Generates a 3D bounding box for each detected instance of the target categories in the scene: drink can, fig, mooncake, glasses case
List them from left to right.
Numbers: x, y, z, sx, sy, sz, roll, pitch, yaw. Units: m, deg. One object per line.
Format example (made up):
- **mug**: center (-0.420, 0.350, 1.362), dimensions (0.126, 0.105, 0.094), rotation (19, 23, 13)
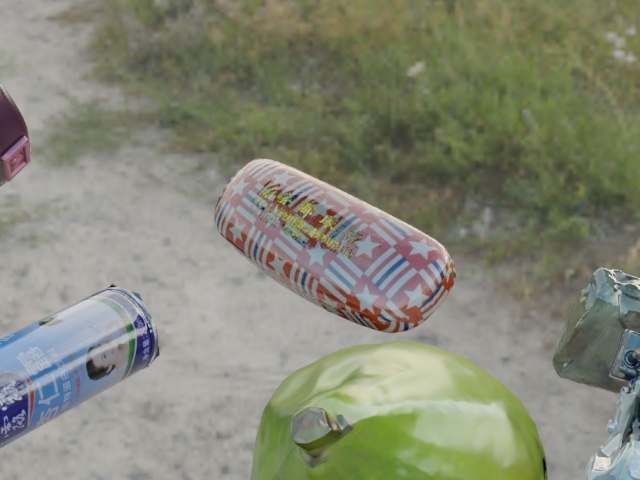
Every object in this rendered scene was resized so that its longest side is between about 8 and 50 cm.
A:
- **drink can**: center (-0.267, 0.125, 1.358), dimensions (0.097, 0.097, 0.235), rotation (17, 28, 33)
- **glasses case**: center (0.000, 0.000, 0.925), dimensions (0.194, 0.049, 0.073), rotation (27, 74, 40)
- **fig**: center (0.064, 0.171, 0.976), dimensions (0.233, 0.314, 0.233), rotation (5, 64, -10)
- **mooncake**: center (0.299, 0.094, 1.377), dimensions (0.125, 0.130, 0.073), rotation (23, 39, -2)

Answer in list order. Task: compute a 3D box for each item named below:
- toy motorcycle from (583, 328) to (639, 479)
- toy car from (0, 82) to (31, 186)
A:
- **toy motorcycle**: center (0.258, 0.173, 1.139), dimensions (0.102, 0.221, 0.150), rotation (20, -13, 8)
- **toy car**: center (-0.502, -0.137, 1.558), dimensions (0.340, 0.271, 0.240), rotation (39, 68, 10)
